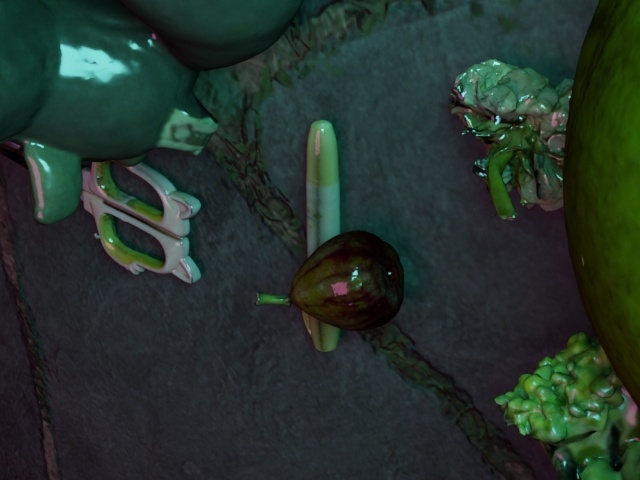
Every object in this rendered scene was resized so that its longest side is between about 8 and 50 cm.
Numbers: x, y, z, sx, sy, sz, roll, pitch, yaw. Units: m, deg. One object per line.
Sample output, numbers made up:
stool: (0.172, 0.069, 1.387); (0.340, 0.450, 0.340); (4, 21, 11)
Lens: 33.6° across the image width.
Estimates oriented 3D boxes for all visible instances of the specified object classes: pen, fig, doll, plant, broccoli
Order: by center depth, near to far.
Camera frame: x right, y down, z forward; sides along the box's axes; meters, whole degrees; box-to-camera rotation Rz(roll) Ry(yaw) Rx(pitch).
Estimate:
broccoli: (0.251, 0.123, 0.670); (0.242, 0.273, 0.180); (39, 102, 14)
plant: (0.129, -0.060, 0.732); (0.117, 0.122, 0.104); (26, 142, 18)
doll: (-0.240, -0.200, 0.822); (0.378, 0.382, 0.252); (-45, 54, 34)
fig: (0.007, 0.041, 0.905); (0.125, 0.089, 0.088); (-14, 107, 27)
pen: (0.000, 0.000, 0.940); (0.040, 0.032, 0.233); (22, 127, 35)

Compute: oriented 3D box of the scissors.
scissors: (-0.250, -0.055, 1.125); (0.318, 0.024, 0.160); (25, 130, 28)

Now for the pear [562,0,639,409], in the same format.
pear: (0.281, -0.025, 0.477); (0.352, 0.352, 0.413); (-11, 99, 44)
